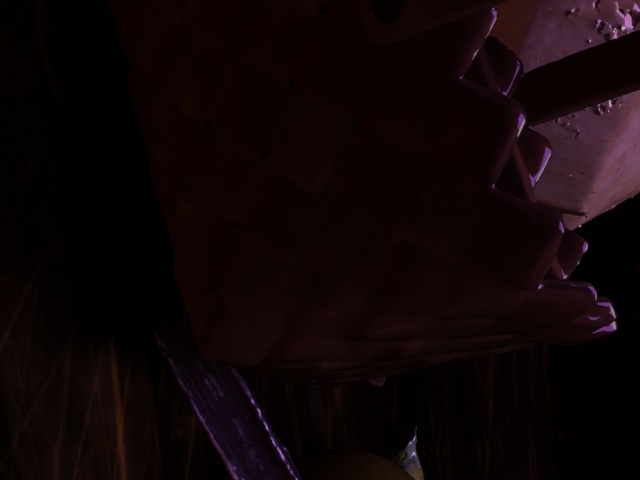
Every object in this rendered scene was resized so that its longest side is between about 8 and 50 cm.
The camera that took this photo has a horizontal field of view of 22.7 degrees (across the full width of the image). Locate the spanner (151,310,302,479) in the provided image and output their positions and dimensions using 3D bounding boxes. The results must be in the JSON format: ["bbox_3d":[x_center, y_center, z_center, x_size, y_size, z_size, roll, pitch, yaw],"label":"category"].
[{"bbox_3d":[0.002,0.177,0.800,0.325,0.093,0.026,61,-5,-7],"label":"spanner"}]

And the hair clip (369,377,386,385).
[{"bbox_3d":[-0.002,-0.002,1.020,0.218,0.071,0.159,80,9,-47],"label":"hair clip"}]

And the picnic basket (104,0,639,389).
[{"bbox_3d":[0.071,-0.091,0.757,0.254,0.321,0.291,27,46,-72],"label":"picnic basket"}]

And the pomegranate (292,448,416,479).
[{"bbox_3d":[0.029,0.179,0.881,0.129,0.159,0.129,-175,-90,-72],"label":"pomegranate"}]

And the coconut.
[{"bbox_3d":[0.140,-0.169,1.190,0.352,0.352,0.353,-6,90,-78],"label":"coconut"}]

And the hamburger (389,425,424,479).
[{"bbox_3d":[0.062,0.243,1.058,0.214,0.125,0.235,84,21,-56],"label":"hamburger"}]
